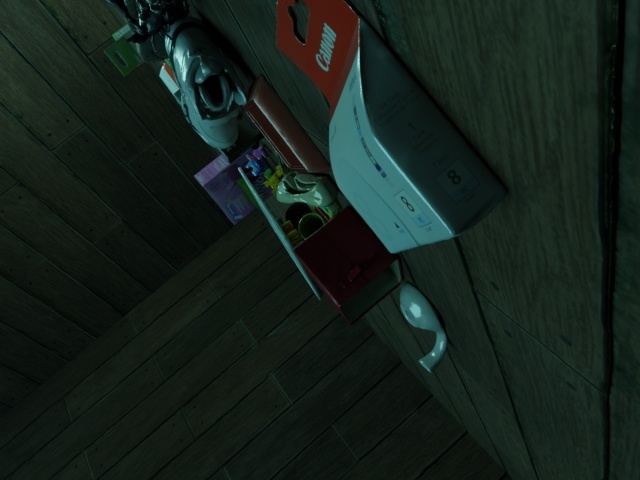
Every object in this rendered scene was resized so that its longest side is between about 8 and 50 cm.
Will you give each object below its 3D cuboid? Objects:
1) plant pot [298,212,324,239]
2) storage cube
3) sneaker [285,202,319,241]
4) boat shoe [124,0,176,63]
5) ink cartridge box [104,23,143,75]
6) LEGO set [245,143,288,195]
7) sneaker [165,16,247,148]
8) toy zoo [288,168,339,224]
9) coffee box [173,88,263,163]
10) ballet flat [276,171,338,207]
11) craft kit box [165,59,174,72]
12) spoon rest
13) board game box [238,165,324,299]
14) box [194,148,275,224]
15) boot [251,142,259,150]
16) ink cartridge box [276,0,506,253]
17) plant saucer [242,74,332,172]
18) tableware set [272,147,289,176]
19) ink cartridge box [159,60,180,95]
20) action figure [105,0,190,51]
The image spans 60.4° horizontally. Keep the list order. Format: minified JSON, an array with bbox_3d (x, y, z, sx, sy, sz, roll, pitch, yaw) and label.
[{"bbox_3d":[-0.015,-0.034,1.669,0.083,0.083,0.079,48,-175,21],"label":"plant pot"},{"bbox_3d":[0.074,0.064,1.377,0.193,0.183,0.215,49,174,25],"label":"storage cube"},{"bbox_3d":[0.000,-0.001,1.971,0.314,0.115,0.136,55,-174,23],"label":"sneaker"},{"bbox_3d":[-0.415,-0.563,1.298,0.130,0.132,0.355,66,160,9],"label":"boat shoe"},{"bbox_3d":[-0.611,-0.658,1.825,0.062,0.209,0.109,41,169,40],"label":"ink cartridge box"},{"bbox_3d":[-0.146,-0.223,1.753,0.227,0.093,0.087,45,-155,5],"label":"LEGO set"},{"bbox_3d":[-0.260,-0.330,1.329,0.366,0.137,0.210,79,164,-51],"label":"sneaker"},{"bbox_3d":[-0.017,-0.124,1.605,0.192,0.030,0.293,49,174,10],"label":"toy zoo"},{"bbox_3d":[-0.300,-0.371,1.640,0.247,0.141,0.098,51,173,-1],"label":"coffee box"},{"bbox_3d":[-0.051,-0.138,1.392,0.248,0.086,0.086,10,144,51],"label":"ballet flat"},{"bbox_3d":[-0.458,-0.570,1.997,0.250,0.061,0.246,54,170,-35],"label":"craft kit box"},{"bbox_3d":[0.276,0.220,1.438,0.137,0.084,0.277,40,155,53],"label":"spoon rest"},{"bbox_3d":[-0.121,-0.030,1.883,0.390,0.050,0.390,54,174,38],"label":"board game box"},{"bbox_3d":[-0.306,-0.224,2.072,0.117,0.243,0.214,42,169,51],"label":"box"},{"bbox_3d":[-0.249,-0.357,1.836,0.114,0.037,0.107,34,150,59],"label":"boot"},{"bbox_3d":[0.039,-0.159,0.739,0.385,0.091,0.308,49,174,0],"label":"ink cartridge box"},{"bbox_3d":[-0.095,-0.256,1.307,0.258,0.047,0.259,52,173,-15],"label":"plant saucer"},{"bbox_3d":[-0.126,-0.248,1.537,0.169,0.020,0.141,61,175,41],"label":"tableware set"},{"bbox_3d":[-0.516,-0.543,1.982,0.189,0.066,0.232,53,-178,2],"label":"ink cartridge box"},{"bbox_3d":[-0.342,-0.501,1.086,0.141,0.164,0.276,54,160,4],"label":"action figure"}]
